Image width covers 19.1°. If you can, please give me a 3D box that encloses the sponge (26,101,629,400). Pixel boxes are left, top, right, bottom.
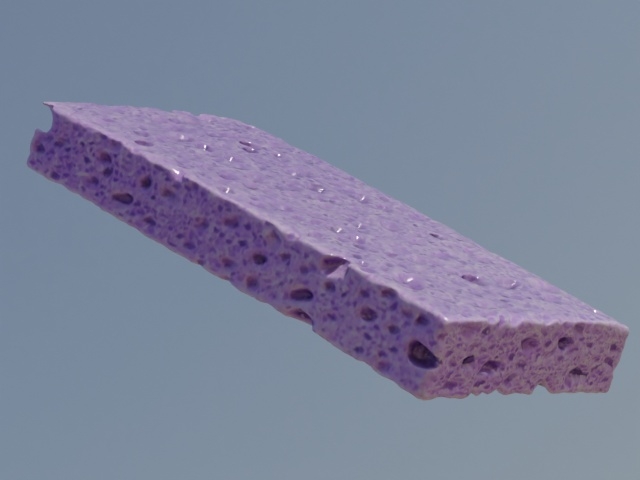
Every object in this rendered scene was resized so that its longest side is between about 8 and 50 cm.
[{"bbox_3d":[0.000,0.000,0.711,0.117,0.210,0.031,2,-69,-51],"label":"sponge"}]
